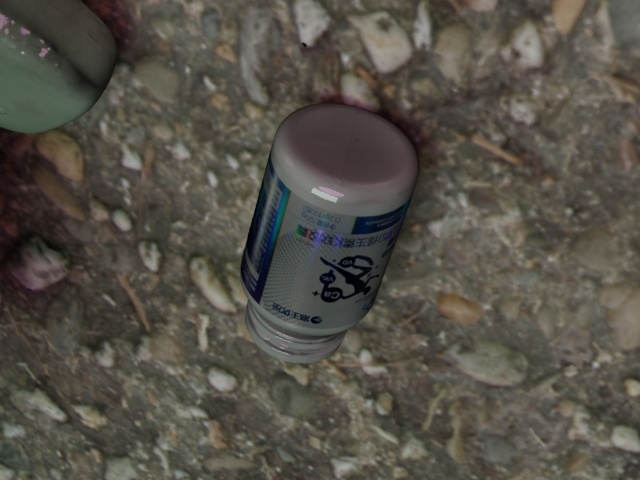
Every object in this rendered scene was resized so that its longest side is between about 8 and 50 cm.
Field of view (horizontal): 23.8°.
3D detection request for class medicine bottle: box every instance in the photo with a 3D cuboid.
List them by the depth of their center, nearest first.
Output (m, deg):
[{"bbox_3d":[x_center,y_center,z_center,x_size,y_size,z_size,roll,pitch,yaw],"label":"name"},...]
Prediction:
[{"bbox_3d":[0.000,0.000,1.124,0.107,0.107,0.191,22,133,6],"label":"medicine bottle"}]

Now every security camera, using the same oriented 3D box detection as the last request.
[{"bbox_3d":[-0.280,-0.127,1.172,0.157,0.080,0.301,36,146,-27],"label":"security camera"}]
